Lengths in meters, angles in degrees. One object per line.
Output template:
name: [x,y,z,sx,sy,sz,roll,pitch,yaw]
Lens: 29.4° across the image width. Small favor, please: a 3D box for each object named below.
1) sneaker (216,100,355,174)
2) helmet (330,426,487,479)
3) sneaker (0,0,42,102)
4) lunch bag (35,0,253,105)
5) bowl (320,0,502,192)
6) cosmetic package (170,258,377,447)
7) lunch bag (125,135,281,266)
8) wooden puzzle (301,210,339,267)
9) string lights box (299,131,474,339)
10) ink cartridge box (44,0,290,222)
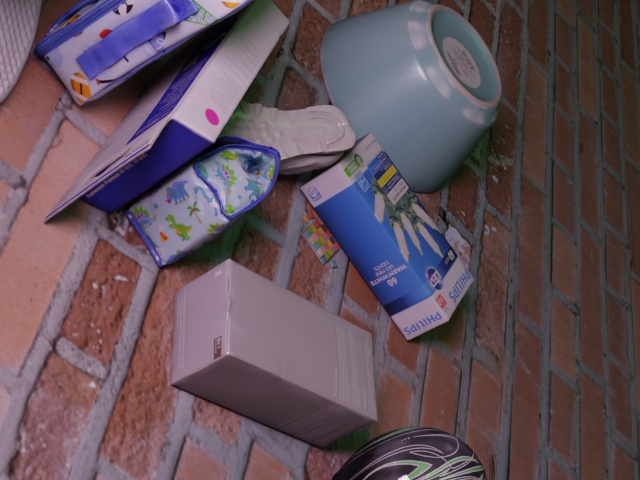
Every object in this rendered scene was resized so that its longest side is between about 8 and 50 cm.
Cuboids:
sneaker: [-0.072,-0.119,1.559,0.235,0.095,0.090,1,67,-30]
helmet: [0.106,0.291,1.396,0.169,0.161,0.169,32,43,-35]
sneaker: [-0.365,-0.294,1.289,0.126,0.127,0.321,62,36,-71]
lunch bag: [-0.164,-0.275,1.356,0.115,0.303,0.243,54,36,-14]
bowl: [0.163,-0.247,1.882,0.311,0.163,0.311,32,41,-34]
cosmetic package: [-0.049,0.132,1.377,0.238,0.107,0.127,29,44,-33]
lunch bag: [-0.126,-0.053,1.392,0.096,0.129,0.151,59,35,-1]
wooden puzzle: [0.000,0.000,1.622,0.083,0.006,0.049,55,34,-7]
string lights box: [0.095,-0.007,1.686,0.260,0.076,0.133,54,33,-8]
ink cartridge box: [-0.163,-0.143,1.370,0.069,0.175,0.371,49,35,-16]
